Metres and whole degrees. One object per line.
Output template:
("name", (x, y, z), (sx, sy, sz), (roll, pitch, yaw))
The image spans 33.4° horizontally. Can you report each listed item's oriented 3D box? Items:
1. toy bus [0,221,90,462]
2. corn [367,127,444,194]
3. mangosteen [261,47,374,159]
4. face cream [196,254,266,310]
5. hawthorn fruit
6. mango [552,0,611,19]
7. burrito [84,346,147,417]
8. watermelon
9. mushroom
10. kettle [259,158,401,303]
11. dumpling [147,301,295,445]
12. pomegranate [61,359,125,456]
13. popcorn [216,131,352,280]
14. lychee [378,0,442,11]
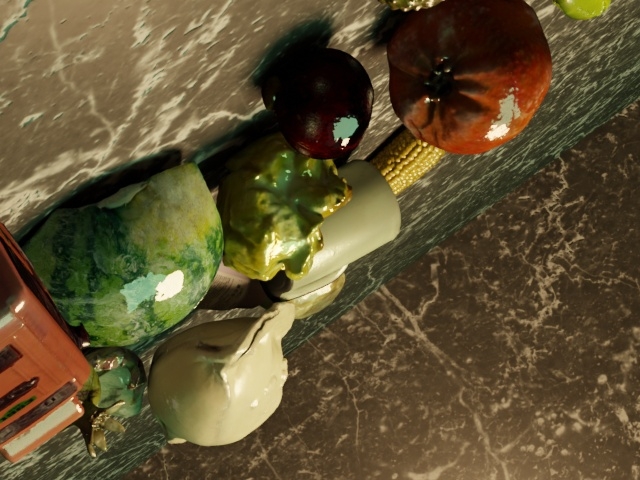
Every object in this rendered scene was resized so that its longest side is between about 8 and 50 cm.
("toy bus", (-0.369, 0.081, 1.074), (0.203, 0.233, 0.427), (-35, 167, -13))
("corn", (0.131, -0.130, 2.049), (0.260, 0.091, 0.091), (-39, -170, 25))
("mangosteen", (-0.005, -0.179, 1.391), (0.152, 0.152, 0.152), (-35, 168, -9))
("face cream", (-0.207, 0.073, 1.885), (0.154, 0.096, 0.274), (-39, 155, 25))
("hawthorn fruit", (0.226, -0.254, 1.535), (0.242, 0.242, 0.272), (-47, 172, 38))
("mango", (0.454, -0.435, 1.868), (0.091, 0.074, 0.165), (-38, 158, 24))
("burrito", (-0.389, 0.259, 1.996), (0.229, 0.144, 0.089), (122, -21, -58))
("watermelon", (-0.274, 0.027, 1.398), (0.305, 0.180, 0.223), (-28, 121, -23))
("mushroom", (-0.053, 0.069, 2.093), (0.190, 0.164, 0.267), (-31, 167, -31))
("kettle", (0.000, 0.000, 1.921), (0.255, 0.165, 0.240), (-31, 141, -27))
("dumpling", (-0.164, 0.224, 1.972), (0.315, 0.233, 0.395), (-43, 168, -38))
("pomegranate", (-0.415, 0.266, 1.750), (0.152, 0.191, 0.131), (-26, 147, -47))
("popcorn", (-0.064, -0.050, 1.545), (0.204, 0.184, 0.221), (171, -58, -84))
("lychee", (0.092, -0.317, 1.079), (0.171, 0.171, 0.171), (-35, 168, -9))
